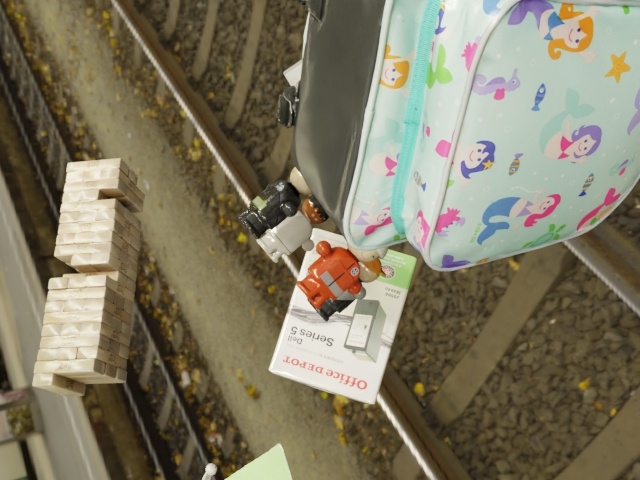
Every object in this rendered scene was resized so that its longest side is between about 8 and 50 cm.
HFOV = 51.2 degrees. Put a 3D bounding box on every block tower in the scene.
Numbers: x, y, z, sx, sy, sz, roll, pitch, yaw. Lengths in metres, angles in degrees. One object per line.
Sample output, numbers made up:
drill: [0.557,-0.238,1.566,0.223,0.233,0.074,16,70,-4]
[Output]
block tower: [-0.328,0.050,0.972,0.091,0.097,0.336,62,-154,-64]

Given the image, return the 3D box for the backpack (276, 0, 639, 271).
backpack: [0.126,-0.109,0.456,0.191,0.253,0.225,50,143,40]

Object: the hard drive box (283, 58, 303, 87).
hard drive box: [0.082,-0.220,0.949,0.232,0.089,0.181,-15,112,53]

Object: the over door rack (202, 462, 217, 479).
over door rack: [-0.163,0.424,0.873,0.324,0.239,0.108,29,119,46]

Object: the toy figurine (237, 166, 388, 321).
toy figurine: [0.000,0.000,1.009,0.213,0.148,0.209,47,174,18]

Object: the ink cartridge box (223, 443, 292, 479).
ink cartridge box: [-0.073,0.352,0.674,0.171,0.056,0.235,-40,59,27]

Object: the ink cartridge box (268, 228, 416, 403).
ink cartridge box: [0.043,0.141,1.224,0.115,0.198,0.273,77,-151,-77]
